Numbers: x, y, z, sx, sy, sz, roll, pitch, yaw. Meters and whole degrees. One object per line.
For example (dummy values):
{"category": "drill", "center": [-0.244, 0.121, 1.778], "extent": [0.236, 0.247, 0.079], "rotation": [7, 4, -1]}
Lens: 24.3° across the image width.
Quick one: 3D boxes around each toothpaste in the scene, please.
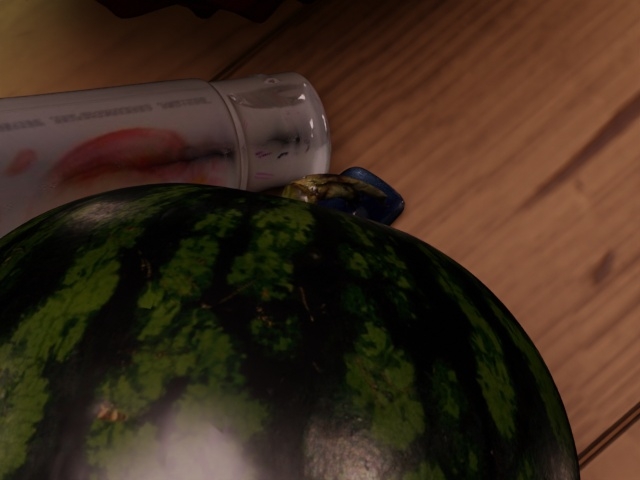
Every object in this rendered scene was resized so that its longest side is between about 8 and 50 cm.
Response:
{"category": "toothpaste", "center": [-0.148, -0.020, 0.607], "extent": [0.323, 0.066, 0.100], "rotation": [-11, 99, -29]}

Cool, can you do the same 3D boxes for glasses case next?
{"category": "glasses case", "center": [0.000, 0.000, 0.684], "extent": [0.083, 0.023, 0.033], "rotation": [-44, 76, -8]}

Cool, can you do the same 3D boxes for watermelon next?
{"category": "watermelon", "center": [-0.041, 0.100, 0.547], "extent": [0.269, 0.269, 0.268], "rotation": [-2, 74, 5]}

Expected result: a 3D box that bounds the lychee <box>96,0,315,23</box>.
{"category": "lychee", "center": [-0.033, -0.299, 0.579], "extent": [0.500, 0.424, 0.424], "rotation": [-27, 69, -38]}
